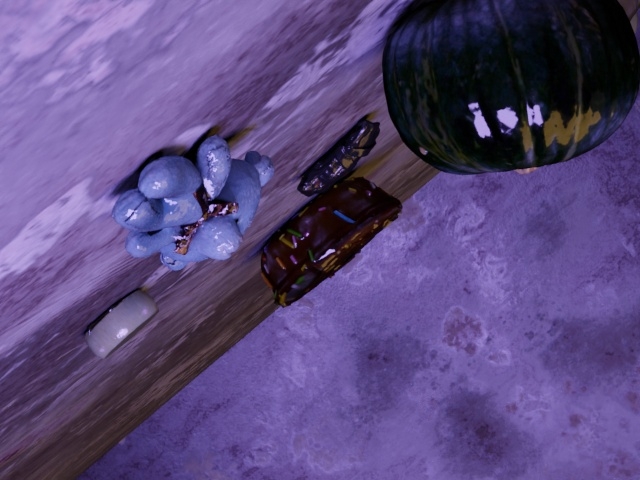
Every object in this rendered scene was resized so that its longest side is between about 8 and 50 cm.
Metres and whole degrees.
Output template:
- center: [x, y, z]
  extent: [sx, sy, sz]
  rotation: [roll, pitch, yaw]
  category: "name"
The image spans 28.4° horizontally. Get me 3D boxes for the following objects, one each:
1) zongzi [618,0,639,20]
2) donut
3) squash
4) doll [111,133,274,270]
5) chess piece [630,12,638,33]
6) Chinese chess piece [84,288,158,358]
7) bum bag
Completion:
- center: [0.328, -0.306, 1.510]
  extent: [0.256, 0.115, 0.228]
  rotation: [-50, -178, -11]
  category: "zongzi"
- center: [0.001, 0.000, 1.823]
  extent: [0.216, 0.096, 0.230]
  rotation: [-34, 174, -32]
  category: "donut"
- center: [0.157, -0.141, 1.065]
  extent: [0.218, 0.172, 0.218]
  rotation: [-21, -158, 9]
  category: "squash"
- center: [-0.090, -0.019, 0.927]
  extent: [0.120, 0.075, 0.180]
  rotation: [-44, 176, 7]
  category: "doll"
- center: [0.436, -0.323, 2.065]
  extent: [0.251, 0.144, 0.144]
  rotation: [-43, 179, -38]
  category: "chess piece"
- center: [-0.207, 0.086, 1.317]
  extent: [0.084, 0.034, 0.084]
  rotation: [-41, 178, -2]
  category: "Chinese chess piece"
- center: [0.024, -0.093, 1.453]
  extent: [0.124, 0.034, 0.058]
  rotation: [-42, 162, 23]
  category: "bum bag"
